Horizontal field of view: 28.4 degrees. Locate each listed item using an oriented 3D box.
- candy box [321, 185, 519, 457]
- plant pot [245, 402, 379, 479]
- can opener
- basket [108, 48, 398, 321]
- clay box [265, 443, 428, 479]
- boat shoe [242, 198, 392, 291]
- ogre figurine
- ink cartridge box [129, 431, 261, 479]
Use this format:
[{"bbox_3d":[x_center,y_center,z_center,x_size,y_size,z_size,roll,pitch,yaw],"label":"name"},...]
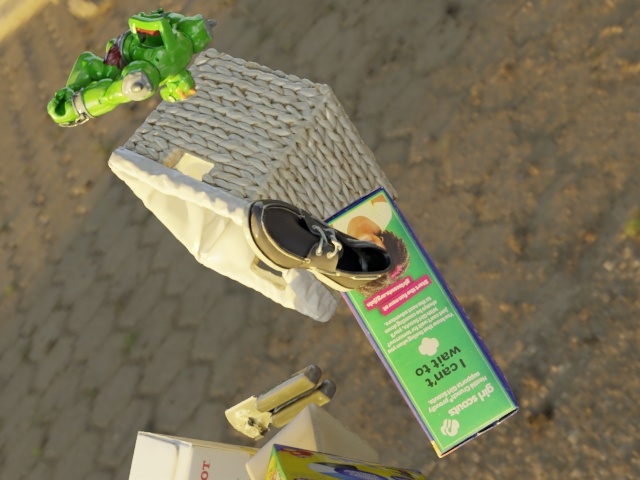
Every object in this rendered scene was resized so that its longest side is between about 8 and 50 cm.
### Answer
[{"bbox_3d":[0.124,0.107,1.620,0.122,0.317,0.268,-33,-9,3],"label":"candy box"},{"bbox_3d":[-0.002,0.262,1.349,0.109,0.109,0.096,-44,25,13],"label":"plant pot"},{"bbox_3d":[-0.068,0.281,2.269,0.283,0.076,0.095,-34,15,45],"label":"can opener"},{"bbox_3d":[-0.095,-0.090,2.064,0.328,0.331,0.266,23,70,39],"label":"basket"},{"bbox_3d":[0.028,0.198,0.918,0.222,0.127,0.053,168,114,-84],"label":"clay box"},{"bbox_3d":[0.000,0.000,1.317,0.065,0.206,0.075,-14,64,34],"label":"boat shoe"},{"bbox_3d":[-0.189,-0.187,1.321,0.118,0.097,0.197,0,18,40],"label":"ogre figurine"},{"bbox_3d":[-0.142,0.416,1.952,0.197,0.270,0.198,-1,76,58],"label":"ink cartridge box"}]
